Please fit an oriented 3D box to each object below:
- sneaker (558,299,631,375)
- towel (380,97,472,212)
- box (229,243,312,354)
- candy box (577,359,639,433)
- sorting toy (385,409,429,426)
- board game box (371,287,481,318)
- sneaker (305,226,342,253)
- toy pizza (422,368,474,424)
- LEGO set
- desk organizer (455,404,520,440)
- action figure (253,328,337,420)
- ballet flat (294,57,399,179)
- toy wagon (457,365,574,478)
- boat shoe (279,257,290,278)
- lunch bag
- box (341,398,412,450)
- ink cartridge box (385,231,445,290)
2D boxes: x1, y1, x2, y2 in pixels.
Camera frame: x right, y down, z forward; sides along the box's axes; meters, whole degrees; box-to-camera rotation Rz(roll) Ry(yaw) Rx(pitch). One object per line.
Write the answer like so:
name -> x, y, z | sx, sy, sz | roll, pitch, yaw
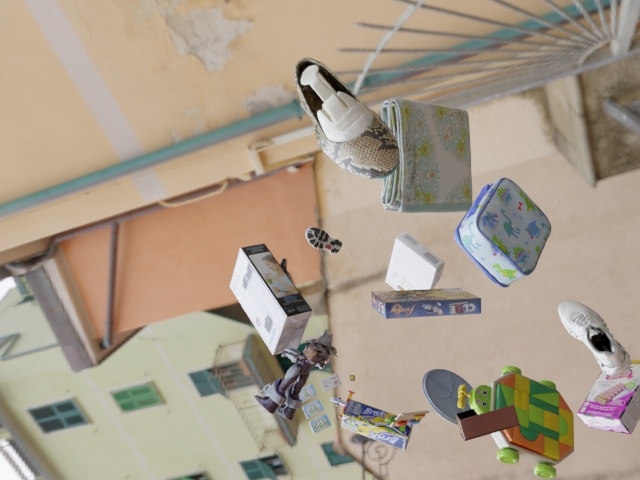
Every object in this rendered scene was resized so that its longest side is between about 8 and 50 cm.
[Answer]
sneaker -> 0.831, 0.275, 2.017 | 0.118, 0.110, 0.292 | 42, -168, -40
towel -> 0.320, -0.239, 1.915 | 0.375, 0.090, 0.320 | -1, -88, -43
box -> -0.150, 0.166, 1.903 | 0.290, 0.087, 0.169 | 53, 138, 34
candy box -> 0.922, 0.474, 2.025 | 0.071, 0.159, 0.233 | 50, -116, -14
sorting toy -> 0.148, 0.323, 1.179 | 0.062, 0.083, 0.012 | 116, 147, -51
board game box -> 0.265, 0.158, 1.679 | 0.165, 0.244, 0.042 | -144, 52, -82
sneaker -> 0.000, 0.000, 2.297 | 0.170, 0.071, 0.068 | 30, -95, -44
toy pizza -> 0.383, 0.463, 1.928 | 0.201, 0.032, 0.201 | 20, -146, -15
LEGO set -> 0.047, 0.621, 2.578 | 0.060, 0.244, 0.182 | 94, 151, -66
desk organizer -> 0.375, 0.402, 1.476 | 0.047, 0.130, 0.050 | -99, -7, -85
action figure -> -0.056, 0.364, 1.857 | 0.099, 0.285, 0.185 | 38, -177, 43
ballet flat -> 0.034, -0.331, 1.666 | 0.182, 0.164, 0.482 | 52, -175, -43
toy wagon -> 0.534, 0.474, 1.784 | 0.345, 0.068, 0.267 | 24, -128, -12
boat shoe -> -0.110, 0.114, 1.994 | 0.046, 0.038, 0.125 | -30, -50, -74
lunch bag -> 0.389, -0.023, 1.399 | 0.176, 0.090, 0.219 | 44, -132, -5
box -> 0.140, 0.454, 1.624 | 0.054, 0.169, 0.059 | -57, -23, -45
ink cartridge box -> 0.313, 0.105, 2.199 | 0.181, 0.056, 0.224 | 40, 146, 29
